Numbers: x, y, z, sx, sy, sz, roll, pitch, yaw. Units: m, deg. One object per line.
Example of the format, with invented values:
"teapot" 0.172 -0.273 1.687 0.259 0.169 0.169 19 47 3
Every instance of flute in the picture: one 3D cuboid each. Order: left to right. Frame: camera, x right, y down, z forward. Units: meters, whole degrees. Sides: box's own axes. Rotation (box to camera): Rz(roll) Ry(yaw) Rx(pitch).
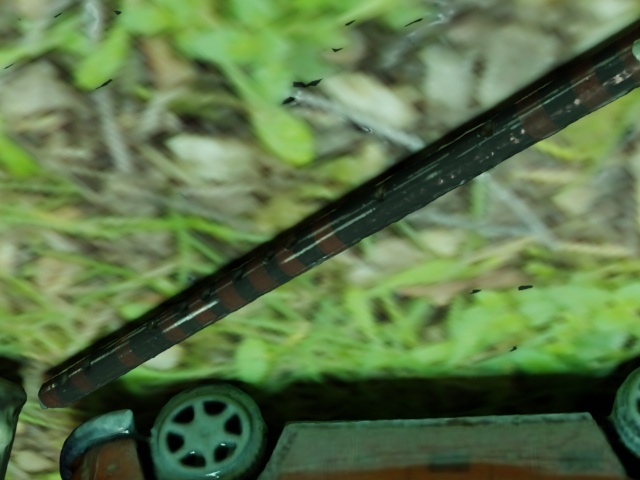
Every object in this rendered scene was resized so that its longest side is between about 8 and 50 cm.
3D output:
"flute" 0.000 0.000 0.408 0.014 0.014 0.269 31 136 -33

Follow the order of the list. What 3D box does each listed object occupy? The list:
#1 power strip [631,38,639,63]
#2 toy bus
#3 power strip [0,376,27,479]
"power strip" 0.150 -0.069 0.273 0.191 0.048 0.030 -20 134 27
"toy bus" 0.040 0.119 0.476 0.265 0.120 0.121 -3 142 7
"power strip" -0.157 0.143 0.563 0.048 0.080 0.286 15 144 -6
